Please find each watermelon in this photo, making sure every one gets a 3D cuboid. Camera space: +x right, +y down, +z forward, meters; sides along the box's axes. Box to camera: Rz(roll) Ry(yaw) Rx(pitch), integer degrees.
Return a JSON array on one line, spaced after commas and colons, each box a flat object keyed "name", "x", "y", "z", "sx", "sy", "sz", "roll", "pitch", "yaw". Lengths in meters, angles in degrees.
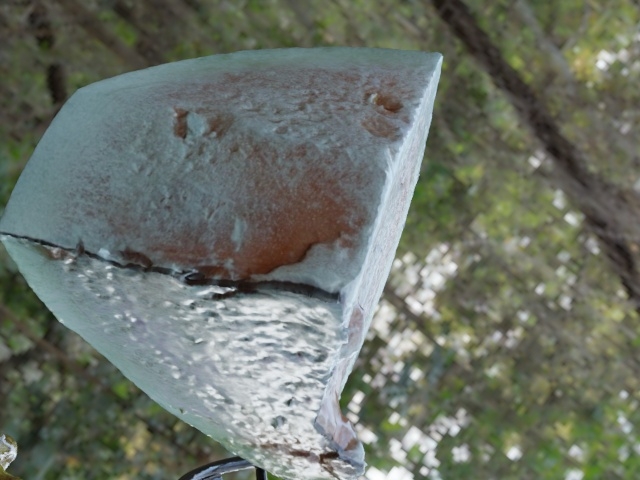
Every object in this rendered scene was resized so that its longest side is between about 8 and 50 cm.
[{"name": "watermelon", "x": 0.000, "y": 0.000, "z": 0.888, "sx": 0.289, "sy": 0.320, "sz": 0.214, "roll": -44, "pitch": -155, "yaw": -16}]

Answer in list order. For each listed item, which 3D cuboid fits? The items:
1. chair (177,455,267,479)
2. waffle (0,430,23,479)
[{"name": "chair", "x": -0.028, "y": 0.315, "z": 1.228, "sx": 0.141, "sy": 0.260, "sz": 0.154, "roll": -5, "pitch": -178, "yaw": 30}, {"name": "waffle", "x": -0.361, "y": 0.236, "z": 1.076, "sx": 0.151, "sy": 0.261, "sz": 0.324, "roll": -44, "pitch": -155, "yaw": 38}]
